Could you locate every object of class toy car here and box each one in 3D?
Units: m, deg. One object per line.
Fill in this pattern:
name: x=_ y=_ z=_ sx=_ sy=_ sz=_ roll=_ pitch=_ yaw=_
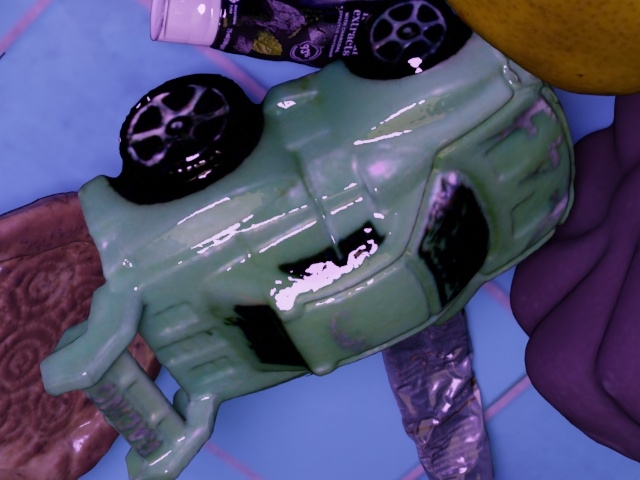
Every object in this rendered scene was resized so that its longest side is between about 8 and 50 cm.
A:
toy car: x=0.000 y=0.000 z=0.898 sx=0.359 sy=0.176 sz=0.213 roll=-22 pitch=138 yaw=4

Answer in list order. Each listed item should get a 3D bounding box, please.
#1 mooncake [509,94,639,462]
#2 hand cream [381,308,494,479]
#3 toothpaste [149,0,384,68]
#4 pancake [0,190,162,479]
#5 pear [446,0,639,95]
mooncake: x=0.258 y=0.003 z=0.910 sx=0.154 sy=0.306 sz=0.306 roll=28 pitch=114 yaw=-18
hand cream: x=0.094 y=0.116 z=1.083 sx=0.075 sy=0.052 sz=0.248 roll=-16 pitch=124 yaw=0
toothpaste: x=-0.013 y=-0.145 z=0.904 sx=0.193 sy=0.045 sz=0.071 roll=5 pitch=125 yaw=-20
pancake: x=-0.203 y=0.080 z=0.956 sx=0.250 sy=0.031 sz=0.250 roll=-23 pitch=130 yaw=-31
pear: x=0.189 y=-0.227 z=0.750 sx=0.294 sy=0.294 sz=0.294 roll=-5 pitch=123 yaw=-7
